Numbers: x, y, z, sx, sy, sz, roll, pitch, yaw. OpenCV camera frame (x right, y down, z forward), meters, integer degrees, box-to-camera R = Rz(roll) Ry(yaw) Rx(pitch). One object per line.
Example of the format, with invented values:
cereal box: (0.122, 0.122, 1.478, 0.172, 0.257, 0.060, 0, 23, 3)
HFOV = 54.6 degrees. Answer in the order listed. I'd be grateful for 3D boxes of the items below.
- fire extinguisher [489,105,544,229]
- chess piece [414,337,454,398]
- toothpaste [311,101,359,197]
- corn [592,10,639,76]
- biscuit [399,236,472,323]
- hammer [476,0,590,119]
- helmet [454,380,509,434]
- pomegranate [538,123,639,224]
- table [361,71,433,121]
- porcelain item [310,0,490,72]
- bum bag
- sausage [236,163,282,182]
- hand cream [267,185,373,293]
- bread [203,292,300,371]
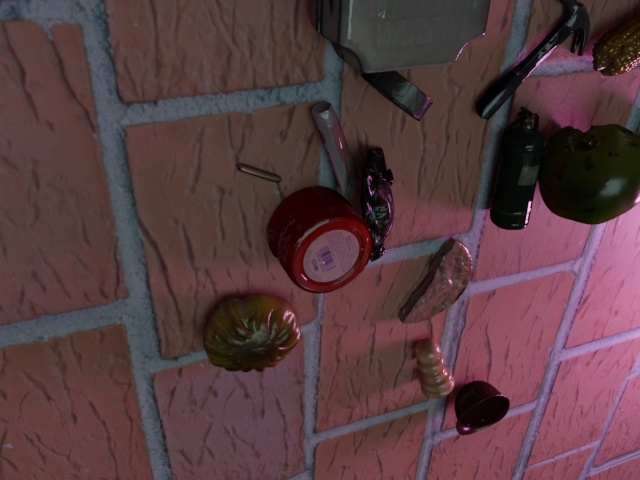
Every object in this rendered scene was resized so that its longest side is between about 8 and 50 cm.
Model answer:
fire extinguisher: (0.436, -0.170, 1.362, 0.118, 0.093, 0.295, -27, 132, -32)
chess piece: (0.295, 0.328, 1.644, 0.094, 0.094, 0.171, -25, 121, -8)
toothpaste: (0.033, -0.176, 1.191, 0.067, 0.042, 0.195, -55, 139, -31)
corn: (0.673, -0.430, 1.296, 0.261, 0.097, 0.097, -34, 130, -7)
biscuit: (0.301, 0.111, 1.524, 0.133, 0.032, 0.250, 15, 114, -33)
hammer: (0.429, -0.357, 1.263, 0.290, 0.037, 0.137, -47, 128, 9)
helmet: (0.447, 0.473, 1.795, 0.155, 0.106, 0.175, 23, 112, -34)
pomegranate: (0.608, -0.132, 1.393, 0.236, 0.236, 0.302, -39, 150, 3)
table: (0.138, -0.271, 1.116, 0.133, 0.133, 0.043, 29, 105, -37)
porcelain item: (0.129, -0.426, 0.990, 0.285, 0.157, 0.282, -12, 128, -19)
bum bag: (0.116, -0.078, 1.270, 0.069, 0.102, 0.248, 1, 127, 9)
sausage: (-0.115, -0.126, 1.170, 0.100, 0.015, 0.015, 15, 114, -33)
hand cream: (0.000, 0.000, 1.243, 0.193, 0.125, 0.193, -13, 125, -20)
bread: (-0.145, 0.209, 1.330, 0.213, 0.105, 0.214, -14, 130, -18)
